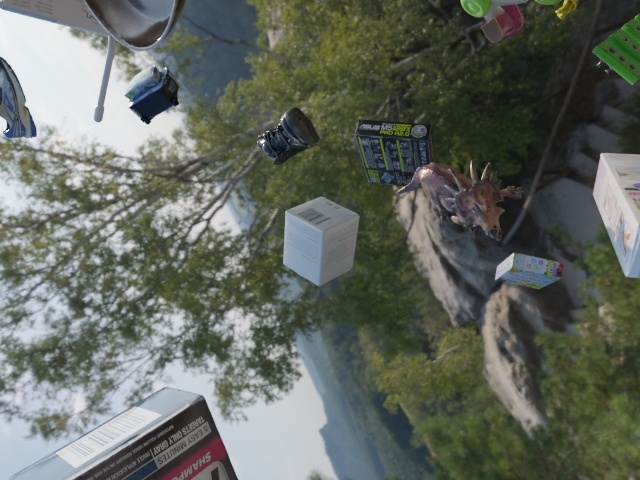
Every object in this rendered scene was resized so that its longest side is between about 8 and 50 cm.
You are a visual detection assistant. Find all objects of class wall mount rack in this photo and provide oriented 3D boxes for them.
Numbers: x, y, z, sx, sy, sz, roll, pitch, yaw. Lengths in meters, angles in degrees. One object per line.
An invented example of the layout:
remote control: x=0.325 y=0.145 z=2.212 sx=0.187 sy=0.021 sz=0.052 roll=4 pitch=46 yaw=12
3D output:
wall mount rack: x=-0.502 y=-0.396 z=0.952 sx=0.131 sy=0.350 sz=0.303 roll=1 pitch=90 yaw=51

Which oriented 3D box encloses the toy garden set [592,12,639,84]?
toy garden set: x=0.714 y=-0.379 z=1.102 sx=0.203 sy=0.244 sz=0.049 roll=47 pitch=151 yaw=12

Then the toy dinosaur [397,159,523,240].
toy dinosaur: x=0.266 y=-0.101 z=1.022 sx=0.296 sy=0.127 sz=0.200 roll=29 pitch=-173 yaw=38

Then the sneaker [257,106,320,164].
sneaker: x=-0.074 y=-0.215 z=1.092 sx=0.087 sy=0.130 sz=0.227 roll=60 pitch=-174 yaw=-6

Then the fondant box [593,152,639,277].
fondant box: x=0.610 y=-0.046 z=0.844 sx=0.330 sy=0.239 sz=0.096 roll=-56 pitch=-32 yaw=-58

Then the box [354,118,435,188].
box: x=0.235 y=-0.258 z=1.559 sx=0.270 sy=0.217 sz=0.060 roll=60 pitch=-136 yaw=-61

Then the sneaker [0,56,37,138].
sneaker: x=-0.504 y=-0.223 z=0.819 sx=0.052 sy=0.058 sz=0.135 roll=38 pitch=140 yaw=47

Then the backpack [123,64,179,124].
backpack: x=-0.356 y=-0.321 z=1.090 sx=0.084 sy=0.105 sz=0.114 roll=52 pitch=-161 yaw=-34

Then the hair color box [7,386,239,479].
hair color box: x=-0.145 y=0.347 z=0.513 sx=0.105 sy=0.174 sz=0.346 roll=-11 pitch=102 yaw=50

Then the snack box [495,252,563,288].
snack box: x=0.441 y=0.067 z=1.090 sx=0.141 sy=0.100 sz=0.037 roll=72 pitch=-150 yaw=-75

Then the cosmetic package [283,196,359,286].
cosmetic package: x=0.000 y=0.000 z=1.460 sx=0.151 sy=0.152 sz=0.183 roll=30 pitch=130 yaw=34

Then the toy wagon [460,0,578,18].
toy wagon: x=0.338 y=-0.538 z=0.920 sx=0.344 sy=0.267 sz=0.068 roll=36 pitch=178 yaw=-1

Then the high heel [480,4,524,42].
high heel: x=0.361 y=-0.551 z=1.099 sx=0.244 sy=0.117 sz=0.082 roll=57 pitch=147 yaw=-6

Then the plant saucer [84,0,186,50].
plant saucer: x=-0.229 y=-0.377 z=0.571 sx=0.311 sy=0.050 sz=0.310 roll=30 pitch=136 yaw=35
